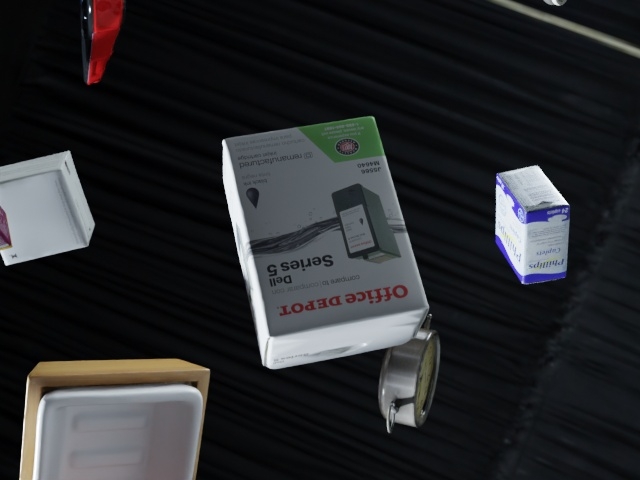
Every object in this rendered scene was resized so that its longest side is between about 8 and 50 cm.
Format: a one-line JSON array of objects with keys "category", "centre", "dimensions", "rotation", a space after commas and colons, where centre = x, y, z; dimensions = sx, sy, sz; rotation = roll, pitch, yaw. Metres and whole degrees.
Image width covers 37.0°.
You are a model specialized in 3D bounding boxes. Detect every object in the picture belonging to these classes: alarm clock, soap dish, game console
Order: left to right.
[{"category": "game console", "centre": [-0.361, -0.471, 1.488], "dimensions": [0.342, 0.060, 0.386], "rotation": [157, 109, -69]}, {"category": "soap dish", "centre": [-0.278, 0.287, 1.256], "dimensions": [0.118, 0.229, 0.290], "rotation": [-133, 49, -58]}, {"category": "alarm clock", "centre": [0.110, 0.186, 1.250], "dimensions": [0.192, 0.064, 0.129], "rotation": [-54, -32, -60]}]

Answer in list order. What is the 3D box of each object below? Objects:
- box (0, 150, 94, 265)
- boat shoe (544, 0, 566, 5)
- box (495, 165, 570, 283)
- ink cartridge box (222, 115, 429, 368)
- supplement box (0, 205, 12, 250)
[{"category": "box", "centre": [-0.584, -0.068, 1.977], "dimensions": [0.119, 0.182, 0.180], "rotation": [-101, -2, -65]}, {"category": "boat shoe", "centre": [0.367, -0.539, 1.543], "dimensions": [0.112, 0.096, 0.335], "rotation": [11, -96, -55]}, {"category": "box", "centre": [0.325, -0.024, 1.481], "dimensions": [0.126, 0.072, 0.137], "rotation": [-109, 10, -56]}, {"category": "ink cartridge box", "centre": [0.000, 0.000, 1.187], "dimensions": [0.114, 0.199, 0.272], "rotation": [102, 156, -64]}, {"category": "supplement box", "centre": [-0.359, -0.018, 0.990], "dimensions": [0.083, 0.055, 0.043], "rotation": [99, 156, -70]}]
